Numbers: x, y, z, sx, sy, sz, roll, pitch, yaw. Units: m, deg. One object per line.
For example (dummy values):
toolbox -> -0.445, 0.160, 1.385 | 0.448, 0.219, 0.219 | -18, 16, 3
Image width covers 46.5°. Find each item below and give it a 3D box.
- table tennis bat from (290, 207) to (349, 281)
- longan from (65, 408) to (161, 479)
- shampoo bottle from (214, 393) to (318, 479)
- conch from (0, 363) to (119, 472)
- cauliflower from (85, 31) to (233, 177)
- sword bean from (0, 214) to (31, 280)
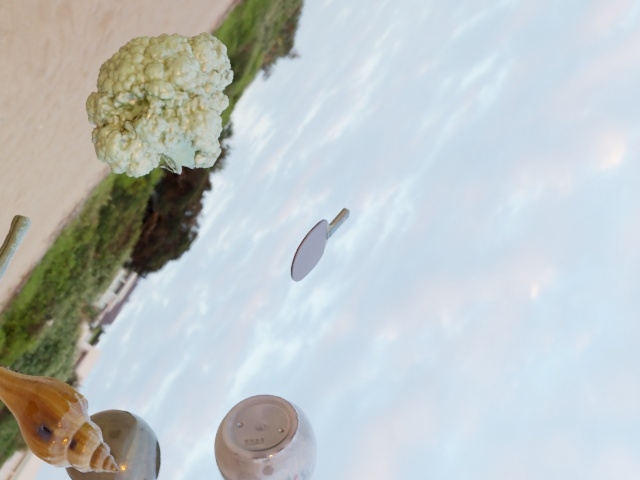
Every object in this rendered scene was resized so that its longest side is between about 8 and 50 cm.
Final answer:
table tennis bat -> 0.000, 0.000, 1.925 | 0.274, 0.021, 0.154 | -47, 154, -40
longan -> -0.447, 0.472, 1.628 | 0.197, 0.220, 0.196 | -50, 170, -13
shampoo bottle -> -0.141, 0.573, 1.996 | 0.272, 0.267, 0.273 | -6, -141, 5
conch -> -0.448, 0.271, 1.180 | 0.109, 0.330, 0.093 | -59, 171, 1
cauliflower -> -0.267, -0.236, 1.368 | 0.260, 0.281, 0.327 | 19, -110, 49
sword bean -> -0.594, 0.056, 1.358 | 0.043, 0.038, 0.269 | -3, -131, 20
